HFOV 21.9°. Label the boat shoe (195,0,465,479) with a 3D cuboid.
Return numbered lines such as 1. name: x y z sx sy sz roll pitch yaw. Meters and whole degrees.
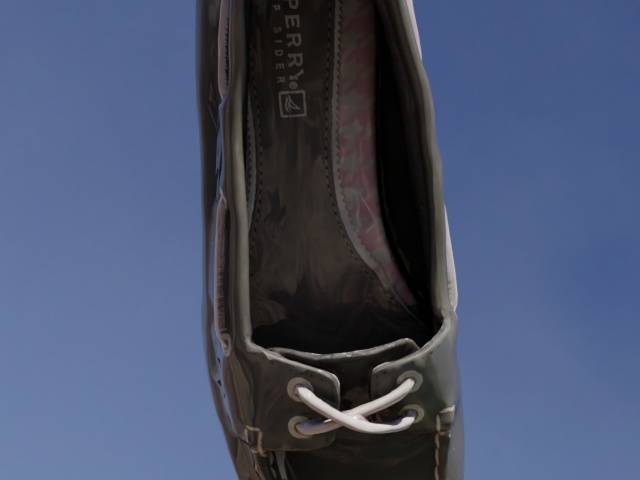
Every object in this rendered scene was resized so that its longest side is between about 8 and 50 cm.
1. boat shoe: 0.000 0.000 0.708 0.112 0.335 0.095 -7 1 -3
